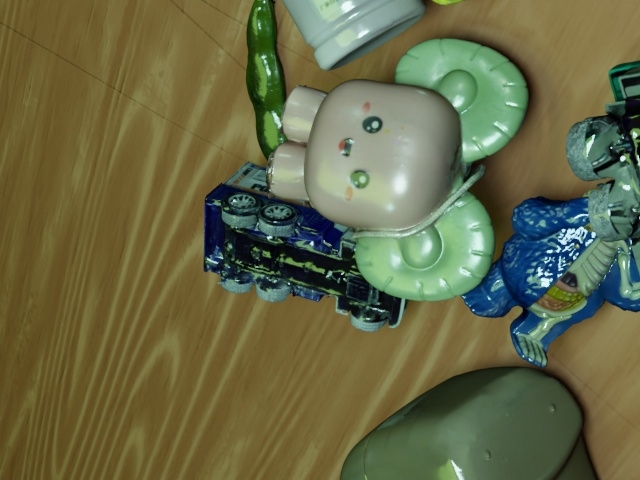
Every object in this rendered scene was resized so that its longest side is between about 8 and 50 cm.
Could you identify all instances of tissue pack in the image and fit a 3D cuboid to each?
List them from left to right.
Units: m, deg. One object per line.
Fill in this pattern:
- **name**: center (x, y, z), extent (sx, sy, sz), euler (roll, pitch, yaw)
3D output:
- **tissue pack**: center (0.195, 0.355, 1.654), extent (0.277, 0.267, 0.387), euler (-27, 91, 47)

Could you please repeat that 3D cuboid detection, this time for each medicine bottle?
- **medicine bottle**: center (-0.003, -0.316, 1.513), extent (0.133, 0.133, 0.249), euler (-32, 89, 51)

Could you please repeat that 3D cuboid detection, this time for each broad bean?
- **broad bean**: center (-0.066, -0.188, 1.829), extent (0.060, 0.043, 0.297), euler (6, 114, 37)

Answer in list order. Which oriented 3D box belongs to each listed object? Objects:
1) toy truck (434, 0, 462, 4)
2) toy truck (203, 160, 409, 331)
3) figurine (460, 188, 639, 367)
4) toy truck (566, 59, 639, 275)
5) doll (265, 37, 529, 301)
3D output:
- **toy truck**: center (0.115, -0.373, 1.462), extent (0.157, 0.124, 0.272), euler (-30, 87, 51)
- **toy truck**: center (0.000, 0.000, 1.765), extent (0.268, 0.155, 0.124), euler (16, 124, 18)
- **figurine**: center (0.273, 0.011, 1.514), extent (0.262, 0.121, 0.164), euler (-33, 100, 31)
- **toy truck**: center (0.369, -0.023, 1.328), extent (0.176, 0.178, 0.363), euler (-7, 105, 42)
- **doll**: center (0.088, -0.085, 1.566), extent (0.268, 0.216, 0.284), euler (14, 91, 25)
